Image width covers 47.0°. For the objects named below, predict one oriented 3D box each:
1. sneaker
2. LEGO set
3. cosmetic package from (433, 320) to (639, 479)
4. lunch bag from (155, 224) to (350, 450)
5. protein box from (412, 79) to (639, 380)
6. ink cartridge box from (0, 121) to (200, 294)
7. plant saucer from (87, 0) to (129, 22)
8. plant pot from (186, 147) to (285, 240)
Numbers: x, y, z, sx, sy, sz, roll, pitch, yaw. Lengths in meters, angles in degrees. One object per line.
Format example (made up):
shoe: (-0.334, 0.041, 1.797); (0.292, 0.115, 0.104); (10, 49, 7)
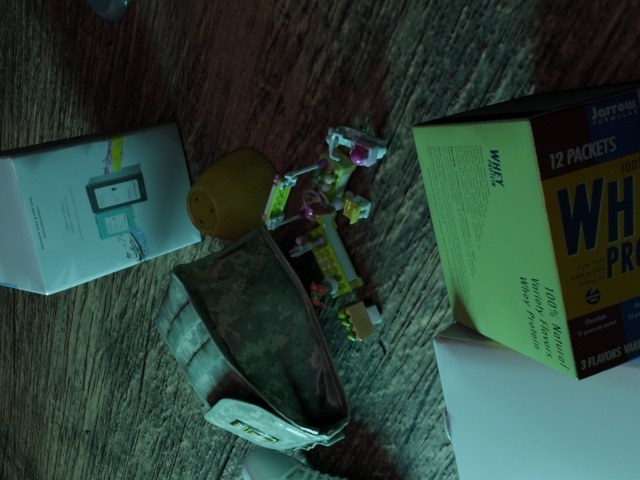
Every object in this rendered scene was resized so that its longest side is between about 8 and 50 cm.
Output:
sneaker: (0.016, 0.372, 1.076); (0.290, 0.106, 0.123); (29, 120, 22)
LEGO set: (0.000, 0.000, 0.910); (0.132, 0.107, 0.287); (22, 122, 38)
cosmetic package: (0.300, 0.162, 0.646); (0.366, 0.155, 0.196); (3, 109, 45)
lunch bag: (-0.090, 0.165, 1.004); (0.287, 0.169, 0.235); (57, 155, 8)
protein box: (0.197, -0.020, 0.625); (0.201, 0.136, 0.199); (-157, 52, -72)
ink cartridge box: (-0.361, -0.058, 1.127); (0.198, 0.270, 0.197); (4, 108, 44)
plant saucer: (-0.337, -0.398, 1.137); (0.119, 0.021, 0.119); (20, 120, 39)
plant pot: (-0.128, -0.054, 1.024); (0.134, 0.095, 0.134); (20, 121, 38)
